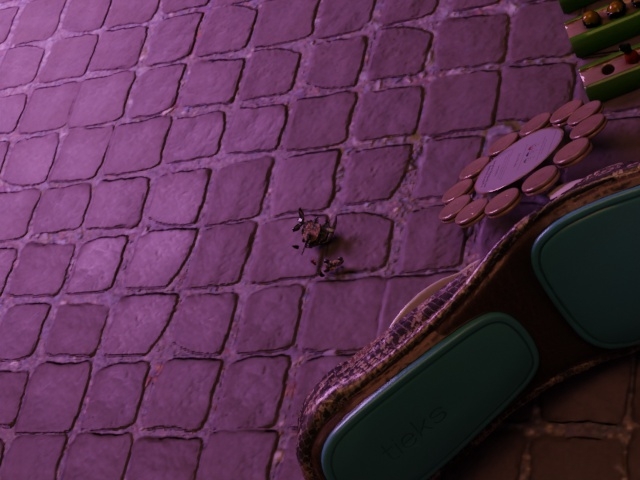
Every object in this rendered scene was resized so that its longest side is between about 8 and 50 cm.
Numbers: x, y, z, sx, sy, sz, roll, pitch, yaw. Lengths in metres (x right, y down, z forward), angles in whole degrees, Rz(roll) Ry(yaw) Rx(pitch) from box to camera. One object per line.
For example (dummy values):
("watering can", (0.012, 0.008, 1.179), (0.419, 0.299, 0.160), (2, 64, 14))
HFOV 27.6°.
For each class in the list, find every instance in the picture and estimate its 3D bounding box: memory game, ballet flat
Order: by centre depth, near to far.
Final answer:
("ballet flat", (0.178, 0.048, 1.114), (0.483, 0.164, 0.182), (-34, 21, 7))
("memory game", (0.188, -0.072, 1.215), (0.186, 0.012, 0.186), (-35, 16, 12))

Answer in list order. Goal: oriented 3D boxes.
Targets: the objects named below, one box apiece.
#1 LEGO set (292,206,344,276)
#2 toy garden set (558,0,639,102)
("LEGO set", (-0.002, 0.002, 1.333), (0.054, 0.023, 0.083), (-19, 63, 21))
("toy garden set", (0.336, -0.274, 1.308), (0.204, 0.049, 0.244), (-21, 49, 17))
